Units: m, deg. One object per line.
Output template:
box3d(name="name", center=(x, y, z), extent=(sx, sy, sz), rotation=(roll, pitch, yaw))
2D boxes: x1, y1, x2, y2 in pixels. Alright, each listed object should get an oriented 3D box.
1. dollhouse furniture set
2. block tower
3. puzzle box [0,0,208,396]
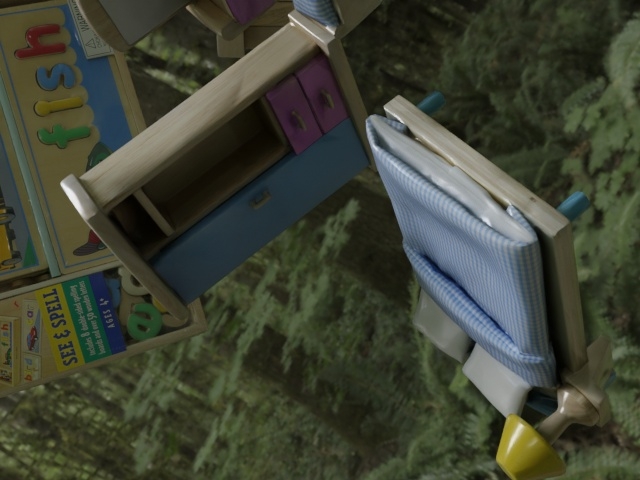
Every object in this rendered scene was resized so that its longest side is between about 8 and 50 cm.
box3d(name="dollhouse furniture set", center=(0.000, 0.000, 0.453), extent=(0.198, 0.303, 0.286), rotation=(-39, -37, -8))
box3d(name="block tower", center=(-0.066, -0.342, 0.968), extent=(0.336, 0.097, 0.091), rotation=(-89, -1, -47))
box3d(name="puzzle box", center=(-0.305, -0.059, 0.829), extent=(0.272, 0.409, 0.052), rotation=(-17, -5, -19))
